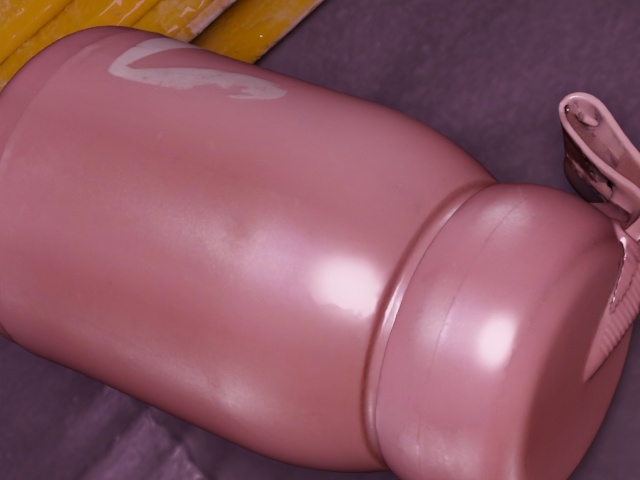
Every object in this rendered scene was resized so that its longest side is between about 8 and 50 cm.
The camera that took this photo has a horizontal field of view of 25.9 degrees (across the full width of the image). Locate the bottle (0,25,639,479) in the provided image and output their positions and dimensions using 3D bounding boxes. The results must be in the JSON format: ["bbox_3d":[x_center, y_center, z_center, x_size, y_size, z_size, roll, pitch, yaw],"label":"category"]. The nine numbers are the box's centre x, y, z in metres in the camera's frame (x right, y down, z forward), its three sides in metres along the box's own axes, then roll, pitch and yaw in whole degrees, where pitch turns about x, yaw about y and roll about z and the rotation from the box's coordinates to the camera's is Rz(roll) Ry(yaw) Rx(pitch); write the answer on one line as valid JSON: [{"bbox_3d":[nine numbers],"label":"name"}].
[{"bbox_3d":[0.000,0.000,0.641,0.297,0.173,0.206,20,67,30],"label":"bottle"}]

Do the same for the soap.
[{"bbox_3d":[-0.113,-0.141,0.799,0.257,0.080,0.160,-39,59,17],"label":"soap"}]
